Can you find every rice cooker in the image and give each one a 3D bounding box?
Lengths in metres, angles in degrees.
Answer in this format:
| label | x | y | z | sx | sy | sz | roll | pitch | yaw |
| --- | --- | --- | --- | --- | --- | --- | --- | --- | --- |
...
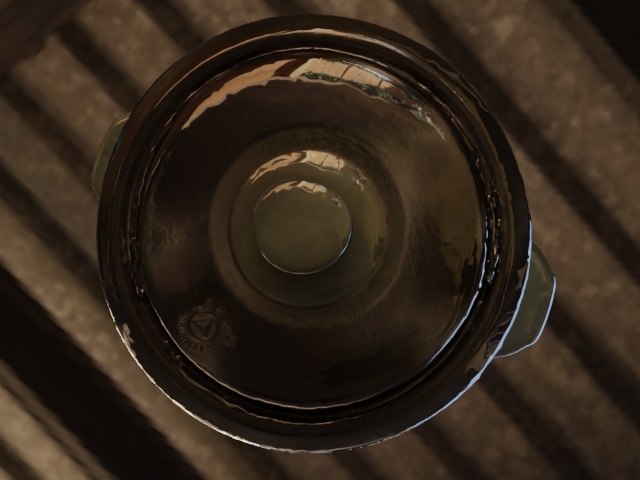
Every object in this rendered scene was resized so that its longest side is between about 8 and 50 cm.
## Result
| label | x | y | z | sx | sy | sz | roll | pitch | yaw |
| --- | --- | --- | --- | --- | --- | --- | --- | --- | --- |
| rice cooker | 0.000 | 0.000 | 1.102 | 0.316 | 0.316 | 0.264 | 23 | -92 | 9 |
